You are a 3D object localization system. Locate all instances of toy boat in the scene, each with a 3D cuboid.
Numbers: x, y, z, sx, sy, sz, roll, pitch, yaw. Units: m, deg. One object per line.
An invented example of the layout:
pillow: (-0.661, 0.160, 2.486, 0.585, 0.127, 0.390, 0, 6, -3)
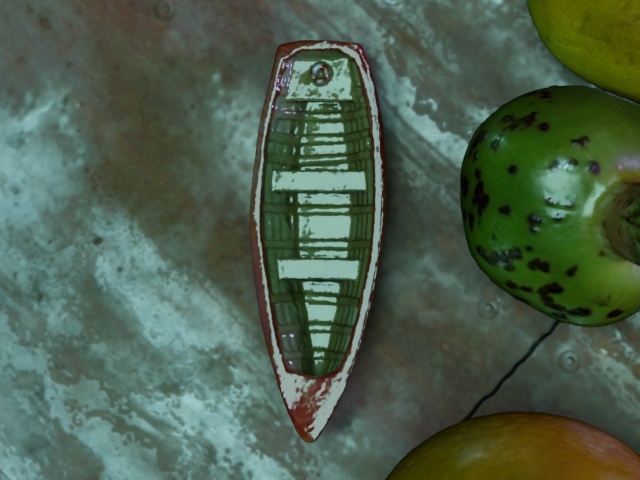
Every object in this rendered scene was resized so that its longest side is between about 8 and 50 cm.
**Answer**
toy boat: (0.000, 0.000, 1.754, 0.136, 0.079, 0.392, 1, 89, 11)

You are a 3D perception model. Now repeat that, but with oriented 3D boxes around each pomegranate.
pomegranate: (0.240, -0.044, 1.594, 0.231, 0.286, 0.231, 1, 77, -5)

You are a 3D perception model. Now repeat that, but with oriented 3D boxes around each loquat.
loquat: (0.184, 0.312, 1.594, 0.328, 0.328, 0.328, 0, 90, 13)

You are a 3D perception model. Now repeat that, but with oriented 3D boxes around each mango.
mango: (0.347, -0.205, 1.653, 0.317, 0.119, 0.176, 3, 99, 18)
